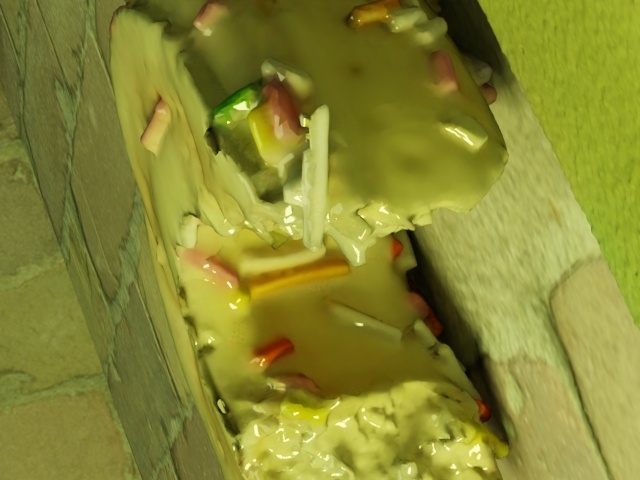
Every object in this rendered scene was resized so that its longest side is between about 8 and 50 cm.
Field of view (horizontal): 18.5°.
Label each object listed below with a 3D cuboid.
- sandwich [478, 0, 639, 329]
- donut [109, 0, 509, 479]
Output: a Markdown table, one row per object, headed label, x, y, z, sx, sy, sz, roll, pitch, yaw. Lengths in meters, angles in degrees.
| label | x | y | z | sx | sy | sz | roll | pitch | yaw |
| --- | --- | --- | --- | --- | --- | --- | --- | --- | --- |
| sandwich | 0.110 | -0.069 | 0.694 | 0.212 | 0.063 | 0.245 | -124 | 22 | -58 |
| donut | -0.002 | 0.002 | 1.013 | 0.307 | 0.150 | 0.371 | -123 | 20 | -47 |
